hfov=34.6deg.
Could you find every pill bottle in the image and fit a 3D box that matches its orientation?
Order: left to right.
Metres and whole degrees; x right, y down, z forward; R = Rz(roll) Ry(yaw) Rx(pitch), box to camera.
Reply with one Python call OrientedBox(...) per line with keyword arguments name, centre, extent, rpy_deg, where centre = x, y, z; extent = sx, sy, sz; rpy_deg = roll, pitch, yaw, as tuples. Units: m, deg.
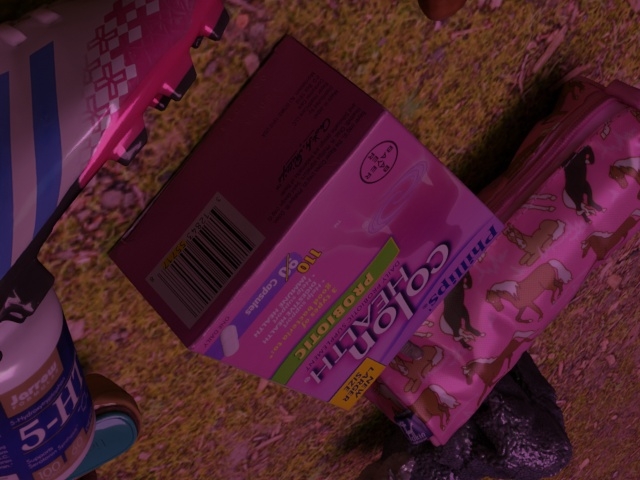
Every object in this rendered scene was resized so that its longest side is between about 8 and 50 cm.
OrientedBox(name="pill bottle", centre=(-0.216, 0.076, 0.661), extent=(0.112, 0.112, 0.186), rpy_deg=(-30, 143, -23))

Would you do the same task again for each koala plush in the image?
OrientedBox(name="koala plush", centre=(0.148, 0.227, 1.160), extent=(0.221, 0.203, 0.196), rpy_deg=(-47, 147, 21))

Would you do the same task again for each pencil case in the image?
OrientedBox(name="pencil case", centre=(0.182, 0.017, 0.996), extent=(0.386, 0.160, 0.167), rpy_deg=(-46, -175, -2))

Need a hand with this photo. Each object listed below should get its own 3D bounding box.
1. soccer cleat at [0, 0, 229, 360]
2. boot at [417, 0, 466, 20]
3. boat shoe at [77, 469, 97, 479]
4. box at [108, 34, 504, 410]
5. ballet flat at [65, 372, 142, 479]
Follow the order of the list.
OrientedBox(name="soccer cleat", centre=(-0.164, -0.074, 0.547), extent=(0.331, 0.143, 0.116), rpy_deg=(-61, -165, -22))
OrientedBox(name="boot", centre=(0.164, -0.309, 0.698), extent=(0.264, 0.096, 0.280), rpy_deg=(-40, 146, -11))
OrientedBox(name="boat shoe", centre=(-0.289, 0.255, 0.803), extent=(0.257, 0.095, 0.095), rpy_deg=(-34, 167, -20))
OrientedBox(name="box", centre=(0.000, 0.000, 0.813), extent=(0.213, 0.117, 0.243), rpy_deg=(-50, 146, 4))
OrientedBox(name="ballet flat", centre=(-0.245, 0.171, 0.761), extent=(0.232, 0.073, 0.080), rpy_deg=(-24, 129, -20))
